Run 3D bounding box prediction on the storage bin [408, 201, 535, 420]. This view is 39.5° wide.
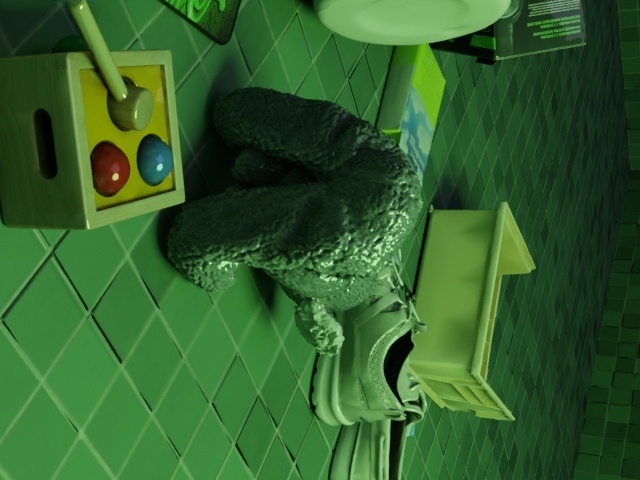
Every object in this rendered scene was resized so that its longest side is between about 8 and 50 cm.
[{"bbox_3d":[0.237,0.115,1.369,0.260,0.123,0.262,47,50,-55],"label":"storage bin"}]

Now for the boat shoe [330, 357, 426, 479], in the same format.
[{"bbox_3d":[0.087,0.201,1.107,0.096,0.088,0.268,60,41,-47],"label":"boat shoe"}]

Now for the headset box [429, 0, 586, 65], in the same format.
[{"bbox_3d":[0.218,-0.371,1.148,0.246,0.131,0.283,-136,-144,-66],"label":"headset box"}]

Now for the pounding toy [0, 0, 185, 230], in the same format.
[{"bbox_3d":[-0.149,-0.084,0.590,0.130,0.100,0.141,-26,115,-62],"label":"pounding toy"}]

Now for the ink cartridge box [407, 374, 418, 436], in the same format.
[{"bbox_3d":[0.112,0.226,1.229,0.048,0.028,0.083,19,75,-63],"label":"ink cartridge box"}]

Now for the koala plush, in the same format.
[{"bbox_3d":[0.000,0.000,0.829,0.221,0.203,0.196,72,31,-58],"label":"koala plush"}]

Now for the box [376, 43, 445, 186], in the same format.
[{"bbox_3d":[0.122,-0.175,1.203,0.109,0.042,0.178,50,48,-53],"label":"box"}]

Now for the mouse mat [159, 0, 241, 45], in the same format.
[{"bbox_3d":[-0.094,-0.280,0.755,0.152,0.007,0.190,25,81,-60],"label":"mouse mat"}]

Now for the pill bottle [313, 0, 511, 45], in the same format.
[{"bbox_3d":[0.090,-0.405,0.922,0.204,0.204,0.361,13,75,-64],"label":"pill bottle"}]

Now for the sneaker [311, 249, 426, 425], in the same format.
[{"bbox_3d":[0.076,0.081,1.044,0.105,0.115,0.281,34,62,-60],"label":"sneaker"}]
